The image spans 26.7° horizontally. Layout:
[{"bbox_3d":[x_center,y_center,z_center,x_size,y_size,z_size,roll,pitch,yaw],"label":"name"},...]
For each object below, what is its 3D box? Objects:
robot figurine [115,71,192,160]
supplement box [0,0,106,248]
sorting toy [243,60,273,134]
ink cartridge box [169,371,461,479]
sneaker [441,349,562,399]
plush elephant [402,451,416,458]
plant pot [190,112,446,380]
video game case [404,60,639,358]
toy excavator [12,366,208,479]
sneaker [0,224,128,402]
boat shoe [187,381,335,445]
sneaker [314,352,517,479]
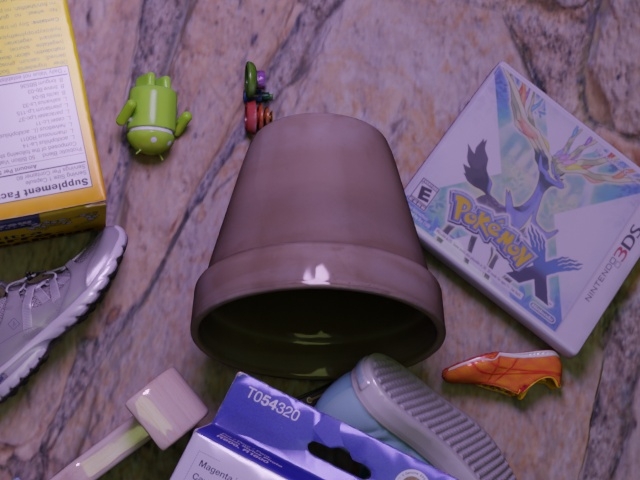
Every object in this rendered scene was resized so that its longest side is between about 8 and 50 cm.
[{"bbox_3d":[-0.230,-0.169,1.843,0.101,0.067,0.115,10,77,-38],"label":"robot figurine"},{"bbox_3d":[-0.405,-0.182,1.752,0.194,0.195,0.356,-11,82,-10],"label":"supplement box"},{"bbox_3d":[-0.084,-0.199,1.876,0.042,0.061,0.102,-1,104,-10],"label":"sorting toy"},{"bbox_3d":[-0.035,0.358,1.549,0.324,0.071,0.330,24,79,11],"label":"ink cartridge box"},{"bbox_3d":[0.254,0.188,1.867,0.175,0.064,0.067,-2,78,-10],"label":"sneaker"},{"bbox_3d":[-0.050,0.412,1.698,0.255,0.272,0.330,24,49,24],"label":"plush elephant"},{"bbox_3d":[0.000,0.000,1.757,0.323,0.323,0.280,6,64,-8],"label":"plant pot"},{"bbox_3d":[0.303,-0.047,1.908,0.329,0.036,0.300,37,70,-1],"label":"video game case"},{"bbox_3d":[-0.384,0.354,1.674,0.433,0.445,0.222,-40,90,29],"label":"toy excavator"},{"bbox_3d":[-0.365,0.077,1.763,0.115,0.105,0.281,42,78,-1],"label":"sneaker"},{"bbox_3d":[-0.075,0.245,1.800,0.228,0.081,0.068,-12,83,-18],"label":"boat shoe"},{"bbox_3d":[0.133,0.297,1.800,0.150,0.135,0.366,-35,112,25],"label":"sneaker"}]
